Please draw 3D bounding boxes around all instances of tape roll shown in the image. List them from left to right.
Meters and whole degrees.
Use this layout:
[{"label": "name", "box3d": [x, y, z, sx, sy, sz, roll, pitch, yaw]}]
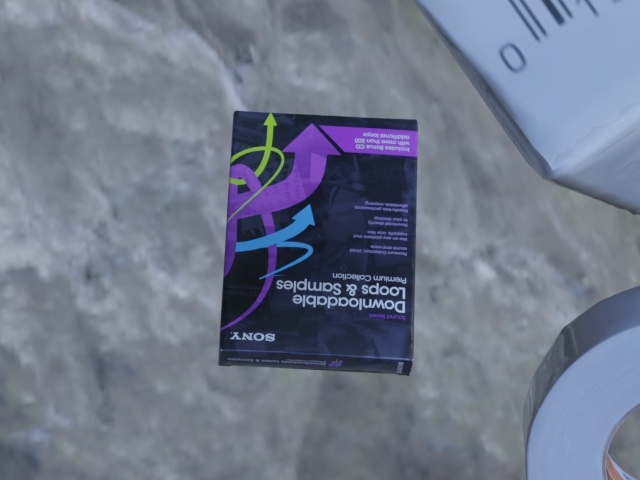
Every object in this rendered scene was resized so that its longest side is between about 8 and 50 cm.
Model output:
[{"label": "tape roll", "box3d": [0.252, 0.140, 1.256, 0.219, 0.072, 0.219, 2, 111, 5]}]

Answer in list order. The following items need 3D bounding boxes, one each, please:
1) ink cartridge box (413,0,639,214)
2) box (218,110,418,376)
[{"label": "ink cartridge box", "box3d": [0.202, -0.131, 0.607, 0.308, 0.091, 0.385, -36, 172, 12]}, {"label": "box", "box3d": [0.000, 0.000, 1.083, 0.116, 0.162, 0.029, 2, 156, -1]}]
